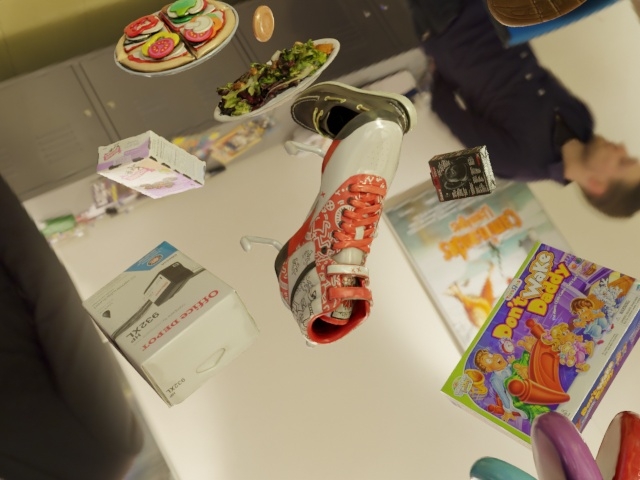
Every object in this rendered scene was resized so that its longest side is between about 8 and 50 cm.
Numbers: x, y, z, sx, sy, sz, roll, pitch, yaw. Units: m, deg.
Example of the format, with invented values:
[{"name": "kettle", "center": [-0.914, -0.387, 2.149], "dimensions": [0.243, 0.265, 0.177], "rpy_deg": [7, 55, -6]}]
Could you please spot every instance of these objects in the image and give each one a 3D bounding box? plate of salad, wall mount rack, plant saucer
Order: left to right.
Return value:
[{"name": "plant saucer", "center": [-0.135, -0.520, 1.757], "dimensions": [0.013, 0.083, 0.083], "rpy_deg": [12, -169, 28]}, {"name": "plate of salad", "center": [-0.066, -0.229, 1.002], "dimensions": [0.200, 0.048, 0.199], "rpy_deg": [-24, -150, 15]}, {"name": "wall mount rack", "center": [0.000, 0.000, 1.210], "dimensions": [0.131, 0.304, 0.350], "rpy_deg": [8, 118, -40]}]

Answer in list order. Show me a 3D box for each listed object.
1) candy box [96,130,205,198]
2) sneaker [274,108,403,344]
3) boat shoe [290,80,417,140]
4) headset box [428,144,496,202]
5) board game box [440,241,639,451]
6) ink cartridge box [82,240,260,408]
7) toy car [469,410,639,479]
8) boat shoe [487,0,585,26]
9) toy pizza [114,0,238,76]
[{"name": "candy box", "center": [-0.400, -0.175, 1.737], "dimensions": [0.165, 0.070, 0.196], "rpy_deg": [-11, 159, 29]}, {"name": "sneaker", "center": [0.037, -0.003, 0.826], "dimensions": [0.090, 0.145, 0.270], "rpy_deg": [9, 128, -30]}, {"name": "boat shoe", "center": [0.031, -0.185, 1.083], "dimensions": [0.228, 0.081, 0.069], "rpy_deg": [13, -140, 42]}, {"name": "headset box", "center": [0.189, -0.090, 0.999], "dimensions": [0.083, 0.062, 0.032], "rpy_deg": [-9, -163, 33]}, {"name": "board game box", "center": [0.411, 0.195, 1.322], "dimensions": [0.347, 0.233, 0.078], "rpy_deg": [-55, 137, -11]}, {"name": "ink cartridge box", "center": [-0.300, 0.153, 1.448], "dimensions": [0.223, 0.129, 0.307], "rpy_deg": [-39, -143, -20]}, {"name": "toy car", "center": [0.174, 0.175, 0.465], "dimensions": [0.182, 0.136, 0.159], "rpy_deg": [-5, 153, 1]}, {"name": "boat shoe", "center": [0.447, -0.492, 1.250], "dimensions": [0.342, 0.123, 0.123], "rpy_deg": [-32, -163, 35]}, {"name": "toy pizza", "center": [-0.224, -0.320, 1.119], "dimensions": [0.201, 0.201, 0.032], "rpy_deg": [-28, 135, -9]}]
